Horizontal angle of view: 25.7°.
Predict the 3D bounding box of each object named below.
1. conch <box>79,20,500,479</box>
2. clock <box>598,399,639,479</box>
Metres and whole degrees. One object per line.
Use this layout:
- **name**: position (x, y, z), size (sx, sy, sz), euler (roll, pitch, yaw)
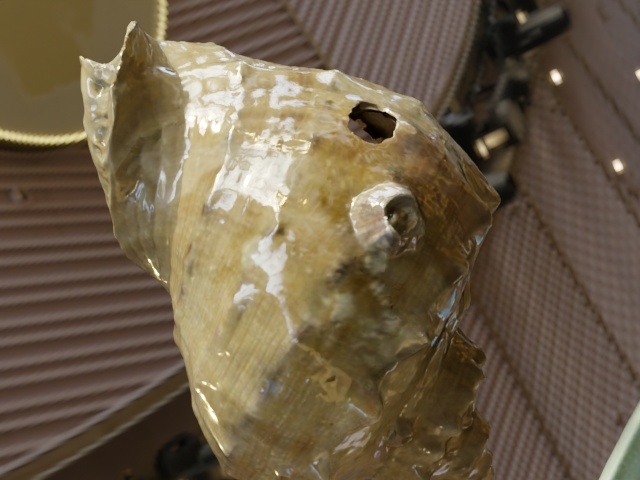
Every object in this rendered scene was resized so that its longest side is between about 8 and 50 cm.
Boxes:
- **conch**: position (0.010, -0.002, 0.806), size (0.324, 0.186, 0.263), euler (61, -148, -12)
- **clock**: position (0.153, 0.111, 0.451), size (0.067, 0.325, 0.325), euler (25, -141, -1)
